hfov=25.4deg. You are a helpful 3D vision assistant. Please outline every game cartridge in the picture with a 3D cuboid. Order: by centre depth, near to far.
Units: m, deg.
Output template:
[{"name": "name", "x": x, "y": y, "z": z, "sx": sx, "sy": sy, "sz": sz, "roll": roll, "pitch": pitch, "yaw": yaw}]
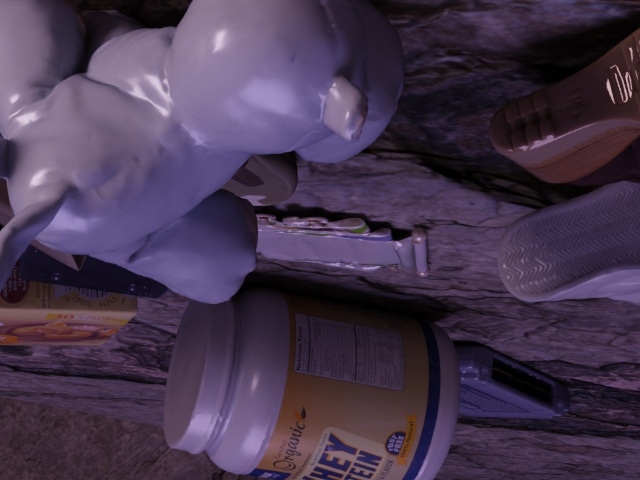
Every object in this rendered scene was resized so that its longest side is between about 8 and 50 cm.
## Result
[{"name": "game cartridge", "x": 0.206, "y": 0.202, "z": 2.025, "sx": 0.196, "sy": 0.060, "sz": 0.294, "roll": -8, "pitch": 158, "yaw": 34}]

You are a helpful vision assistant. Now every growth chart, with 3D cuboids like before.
[{"name": "growth chart", "x": 0.000, "y": 0.000, "z": 1.451, "sx": 0.237, "sy": 0.021, "sz": 0.172, "roll": 7, "pitch": 164, "yaw": 2}]

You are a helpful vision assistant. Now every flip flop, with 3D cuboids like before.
[{"name": "flip flop", "x": -0.114, "y": -0.066, "z": 1.155, "sx": 0.112, "sy": 0.080, "sz": 0.277, "roll": -2, "pitch": 162, "yaw": 31}]

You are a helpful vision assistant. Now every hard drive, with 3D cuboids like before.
[{"name": "hard drive", "x": -0.215, "y": -0.003, "z": 1.449, "sx": 0.172, "sy": 0.054, "sz": 0.254, "roll": 9, "pitch": 160, "yaw": -14}]

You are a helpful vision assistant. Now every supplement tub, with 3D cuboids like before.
[{"name": "supplement tub", "x": -0.014, "y": 0.182, "z": 1.724, "sx": 0.316, "sy": 0.228, "sz": 0.228, "roll": 12, "pitch": 164, "yaw": -17}]

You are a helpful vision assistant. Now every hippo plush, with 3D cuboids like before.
[{"name": "hippo plush", "x": -0.085, "y": -0.108, "z": 0.871, "sx": 0.237, "sy": 0.234, "sz": 0.294, "roll": -35, "pitch": 162, "yaw": 22}]

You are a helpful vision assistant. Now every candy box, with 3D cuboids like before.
[{"name": "candy box", "x": -0.383, "y": 0.061, "z": 1.615, "sx": 0.317, "sy": 0.087, "sz": 0.183, "roll": 3, "pitch": 162, "yaw": -21}]

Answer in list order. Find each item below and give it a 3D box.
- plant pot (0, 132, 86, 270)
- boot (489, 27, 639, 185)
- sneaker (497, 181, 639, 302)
[{"name": "plant pot", "x": -0.241, "y": -0.050, "z": 1.243, "sx": 0.096, "sy": 0.109, "sz": 0.109, "roll": 19, "pitch": 165, "yaw": 3}, {"name": "boot", "x": 0.259, "y": -0.089, "z": 0.960, "sx": 0.248, "sy": 0.090, "sz": 0.207, "roll": -12, "pitch": 170, "yaw": 38}, {"name": "sneaker", "x": 0.309, "y": -0.011, "z": 1.165, "sx": 0.169, "sy": 0.108, "sz": 0.293, "roll": 3, "pitch": 168, "yaw": -44}]
